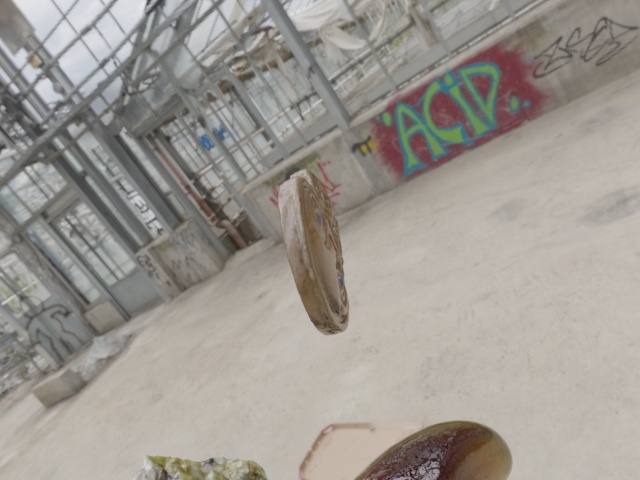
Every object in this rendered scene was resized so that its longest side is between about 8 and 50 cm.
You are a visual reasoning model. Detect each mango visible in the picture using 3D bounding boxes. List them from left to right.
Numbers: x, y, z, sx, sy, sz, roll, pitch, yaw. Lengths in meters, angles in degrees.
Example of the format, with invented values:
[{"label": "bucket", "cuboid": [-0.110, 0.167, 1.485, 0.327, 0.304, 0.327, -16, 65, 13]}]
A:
[{"label": "mango", "cuboid": [0.120, 0.292, 0.544, 0.268, 0.133, 0.111, -12, -14, -36]}]

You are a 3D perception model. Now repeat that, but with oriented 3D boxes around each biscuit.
[{"label": "biscuit", "cuboid": [0.000, 0.000, 0.392, 0.026, 0.124, 0.175, -16, 23, 9]}]

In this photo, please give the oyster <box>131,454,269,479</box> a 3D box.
[{"label": "oyster", "cuboid": [-0.126, 0.344, 0.517, 0.083, 0.223, 0.214, 125, 159, -52]}]
